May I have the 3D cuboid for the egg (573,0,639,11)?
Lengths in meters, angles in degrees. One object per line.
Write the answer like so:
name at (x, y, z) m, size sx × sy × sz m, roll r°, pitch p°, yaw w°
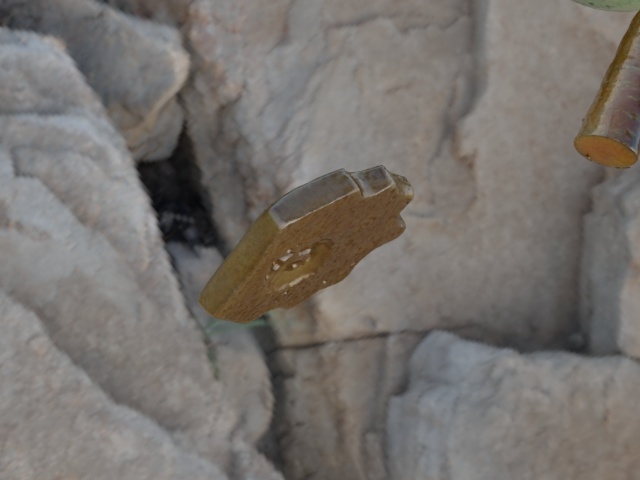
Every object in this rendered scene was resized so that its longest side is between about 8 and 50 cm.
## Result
egg at (0.372, -0.363, 1.642) m, size 0.177 × 0.228 × 0.177 m, roll 15°, pitch 69°, yaw -44°

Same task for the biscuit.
biscuit at (-0.001, -0.002, 1.159) m, size 0.215 × 0.182 × 0.034 m, roll -14°, pitch 61°, yaw -48°

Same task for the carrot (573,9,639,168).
carrot at (0.223, -0.115, 0.948) m, size 0.048 × 0.048 × 0.139 m, roll 35°, pitch 68°, yaw -18°
